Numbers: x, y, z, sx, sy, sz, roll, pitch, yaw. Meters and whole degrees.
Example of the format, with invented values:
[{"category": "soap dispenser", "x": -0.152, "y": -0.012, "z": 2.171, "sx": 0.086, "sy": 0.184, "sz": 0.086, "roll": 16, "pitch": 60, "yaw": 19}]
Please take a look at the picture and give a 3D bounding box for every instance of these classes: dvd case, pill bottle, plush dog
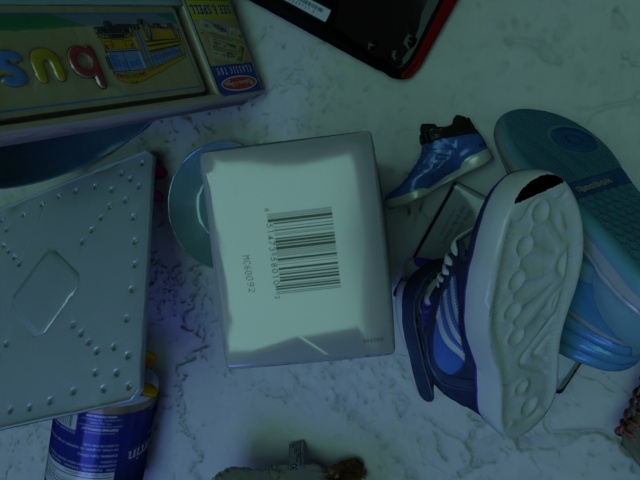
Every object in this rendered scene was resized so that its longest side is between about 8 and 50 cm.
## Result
[{"category": "dvd case", "x": 0.245, "y": 0.060, "z": 0.774, "sx": 0.253, "sy": 0.022, "sz": 0.180, "roll": 30, "pitch": 104, "yaw": 15}, {"category": "pill bottle", "x": -0.356, "y": 0.335, "z": 0.949, "sx": 0.153, "sy": 0.153, "sz": 0.264, "roll": 15, "pitch": 100, "yaw": 19}, {"category": "plush dog", "x": -0.023, "y": 0.445, "z": 0.845, "sx": 0.262, "sy": 0.211, "sz": 0.225, "roll": 21, "pitch": 118, "yaw": 46}]

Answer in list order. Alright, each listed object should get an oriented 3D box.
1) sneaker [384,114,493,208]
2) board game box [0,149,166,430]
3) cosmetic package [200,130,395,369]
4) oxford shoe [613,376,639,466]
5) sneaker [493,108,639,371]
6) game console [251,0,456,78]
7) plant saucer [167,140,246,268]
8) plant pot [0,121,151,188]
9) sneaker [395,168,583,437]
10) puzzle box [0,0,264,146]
[{"category": "sneaker", "x": 0.139, "y": -0.107, "z": 0.778, "sx": 0.152, "sy": 0.058, "sz": 0.084, "roll": -28, "pitch": 90, "yaw": 16}, {"category": "board game box", "x": -0.410, "y": 0.087, "z": 0.917, "sx": 0.390, "sy": 0.050, "sz": 0.389, "roll": -17, "pitch": 61, "yaw": 21}, {"category": "cosmetic package", "x": 0.000, "y": 0.000, "z": 0.665, "sx": 0.155, "sy": 0.365, "sz": 0.196, "roll": -7, "pitch": 91, "yaw": 5}, {"category": "oxford shoe", "x": 0.403, "y": 0.199, "z": 0.677, "sx": 0.130, "sy": 0.123, "sz": 0.348, "roll": -14, "pitch": 88, "yaw": 26}, {"category": "sneaker", "x": 0.276, "y": 0.008, "z": 0.685, "sx": 0.127, "sy": 0.208, "sz": 0.319, "roll": -10, "pitch": 51, "yaw": -15}, {"category": "game console", "x": 0.041, "y": -0.453, "z": 0.797, "sx": 0.387, "sy": 0.060, "sz": 0.342, "roll": 33, "pitch": 111, "yaw": 16}, {"category": "plant saucer", "x": -0.141, "y": -0.052, "z": 0.899, "sx": 0.195, "sy": 0.037, "sz": 0.194, "roll": 2, "pitch": 96, "yaw": 20}, {"category": "plant pot", "x": -0.401, "y": -0.228, "z": 0.836, "sx": 0.290, "sy": 0.290, "sz": 0.195, "roll": -30, "pitch": 89, "yaw": 20}, {"category": "sneaker", "x": 0.154, "y": 0.044, "z": 0.669, "sx": 0.236, "sy": 0.130, "sz": 0.322, "roll": 40, "pitch": 145, "yaw": 52}, {"category": "puzzle box", "x": -0.262, "y": -0.275, "z": 0.717, "sx": 0.052, "sy": 0.409, "sz": 0.272, "roll": -15, "pitch": 98, "yaw": 40}]
